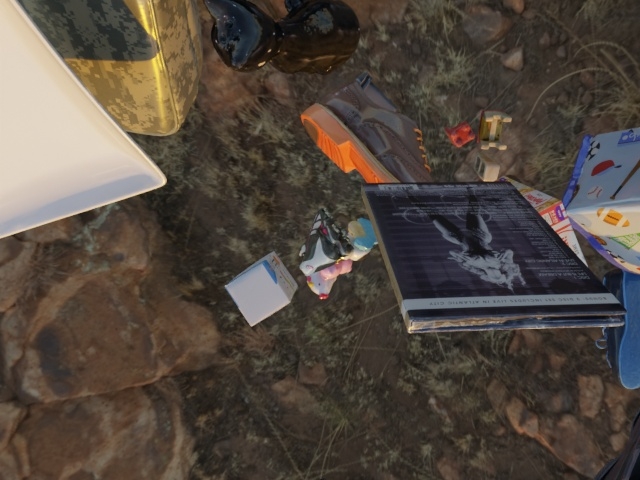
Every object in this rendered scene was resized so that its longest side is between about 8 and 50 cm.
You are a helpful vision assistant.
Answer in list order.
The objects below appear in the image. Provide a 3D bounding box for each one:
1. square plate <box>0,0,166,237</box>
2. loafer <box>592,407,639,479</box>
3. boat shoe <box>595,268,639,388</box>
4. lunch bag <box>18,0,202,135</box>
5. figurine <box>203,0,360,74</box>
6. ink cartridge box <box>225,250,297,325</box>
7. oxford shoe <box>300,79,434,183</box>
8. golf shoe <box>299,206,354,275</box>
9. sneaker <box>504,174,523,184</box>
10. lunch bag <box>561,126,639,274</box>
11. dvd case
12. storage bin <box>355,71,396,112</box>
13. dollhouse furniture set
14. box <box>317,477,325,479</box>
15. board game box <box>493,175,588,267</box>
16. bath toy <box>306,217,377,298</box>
[{"bbox_3d":[-0.416,-0.144,0.604,0.346,0.344,0.049,-15,48,14],"label":"square plate"},{"bbox_3d":[0.621,0.408,0.964,0.109,0.095,0.303,28,104,6],"label":"loafer"},{"bbox_3d":[0.675,0.191,1.150,0.108,0.089,0.259,8,86,-13],"label":"boat shoe"},{"bbox_3d":[-0.280,-0.344,0.770,0.212,0.305,0.256,12,58,3],"label":"lunch bag"},{"bbox_3d":[-0.075,-0.264,0.523,0.092,0.209,0.215,-31,93,34],"label":"figurine"},{"bbox_3d":[-0.205,0.167,1.874,0.168,0.233,0.171,-33,95,8],"label":"ink cartridge box"},{"bbox_3d":[0.131,-0.126,0.834,0.132,0.130,0.364,-42,76,-7],"label":"oxford shoe"},{"bbox_3d":[0.000,0.000,1.212,0.120,0.273,0.105,-41,97,8],"label":"golf shoe"},{"bbox_3d":[0.494,-0.098,1.279,0.066,0.071,0.189,-11,58,5],"label":"sneaker"},{"bbox_3d":[0.701,-0.048,0.943,0.385,0.327,0.239,35,73,-24],"label":"lunch bag"},{"bbox_3d":[0.134,0.002,0.466,0.164,0.221,0.018,-1,122,-5],"label":"dvd case"},{"bbox_3d":[0.078,-0.237,0.992,0.091,0.098,0.135,35,92,-16],"label":"storage bin"},{"bbox_3d":[0.452,-0.230,1.655,0.201,0.152,0.375,1,117,-1],"label":"dollhouse furniture set"},{"bbox_3d":[0.027,0.651,1.134,0.045,0.184,0.191,-14,129,-17],"label":"box"},{"bbox_3d":[0.312,-0.007,0.757,0.045,0.193,0.147,-28,104,6],"label":"board game box"},{"bbox_3d":[0.054,0.071,1.667,0.151,0.129,0.348,18,139,-21],"label":"bath toy"}]
